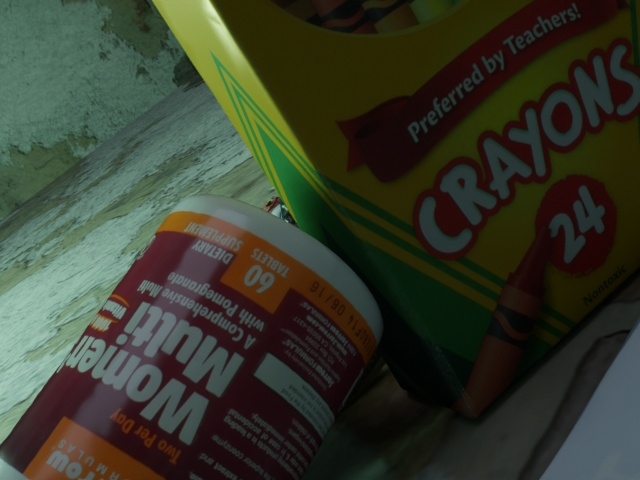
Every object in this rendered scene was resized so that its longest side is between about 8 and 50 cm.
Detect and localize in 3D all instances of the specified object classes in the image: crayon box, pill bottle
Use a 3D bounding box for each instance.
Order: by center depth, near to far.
[{"bbox_3d":[-0.073,0.098,0.412,0.121,0.121,0.221,-4,49,58],"label":"pill bottle"},{"bbox_3d":[0.051,-0.099,0.450,0.202,0.318,0.081,-39,18,-16],"label":"crayon box"}]

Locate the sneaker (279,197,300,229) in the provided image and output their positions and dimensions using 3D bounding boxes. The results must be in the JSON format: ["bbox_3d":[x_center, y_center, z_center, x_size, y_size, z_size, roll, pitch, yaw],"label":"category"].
[{"bbox_3d":[0.000,0.000,0.659,0.081,0.090,0.232,-26,18,23],"label":"sneaker"}]

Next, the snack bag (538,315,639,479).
[{"bbox_3d":[0.220,0.033,0.270,0.343,0.037,0.323,-11,28,51],"label":"snack bag"}]

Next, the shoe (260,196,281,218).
[{"bbox_3d":[-0.037,0.000,0.784,0.081,0.063,0.178,-29,12,17],"label":"shoe"}]

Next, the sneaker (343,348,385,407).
[{"bbox_3d":[-0.051,0.091,0.542,0.192,0.064,0.086,-39,23,-10],"label":"sneaker"}]
